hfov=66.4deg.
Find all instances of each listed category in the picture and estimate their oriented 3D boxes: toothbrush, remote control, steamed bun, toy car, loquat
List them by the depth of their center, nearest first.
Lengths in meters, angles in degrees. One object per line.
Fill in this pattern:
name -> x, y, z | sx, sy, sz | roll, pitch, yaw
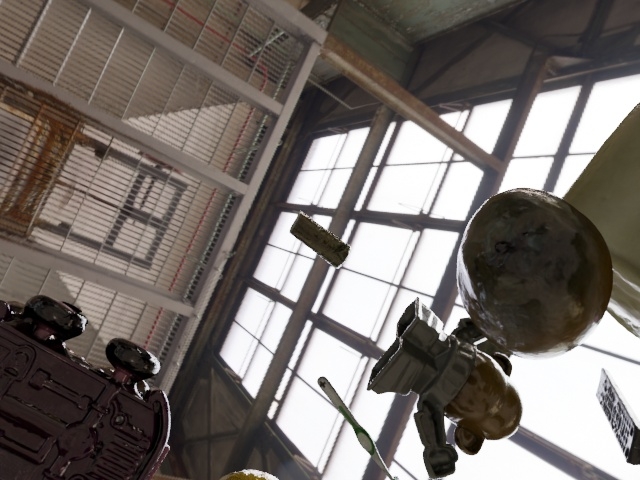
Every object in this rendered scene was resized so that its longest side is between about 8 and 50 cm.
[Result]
loquat -> 0.253, 0.039, 0.589 | 0.179, 0.179, 0.228 | -39, -52, -17
toy car -> -0.388, 0.232, 0.670 | 0.340, 0.240, 0.271 | 38, -115, -15
steamed bun -> 0.612, 0.002, 0.737 | 0.455, 0.290, 0.371 | 40, -81, 16
remote control -> 0.487, 0.279, 0.801 | 0.245, 0.025, 0.063 | -22, -65, -69
toothbrush -> 0.087, 0.403, 1.004 | 0.030, 0.030, 0.304 | -36, -88, -18

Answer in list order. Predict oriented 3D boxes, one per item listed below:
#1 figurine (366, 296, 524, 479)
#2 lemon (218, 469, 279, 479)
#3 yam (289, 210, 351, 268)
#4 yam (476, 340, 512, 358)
figurine -> 0.259, 0.271, 0.944 | 0.284, 0.167, 0.343 | 32, -94, 3
lemon -> -0.161, 0.617, 1.079 | 0.260, 0.204, 0.204 | 29, -98, -55
yam -> 0.000, 0.000, 0.946 | 0.132, 0.054, 0.054 | 37, -101, -10
yam -> 0.477, 0.347, 1.461 | 0.254, 0.154, 0.154 | -46, -66, 0
